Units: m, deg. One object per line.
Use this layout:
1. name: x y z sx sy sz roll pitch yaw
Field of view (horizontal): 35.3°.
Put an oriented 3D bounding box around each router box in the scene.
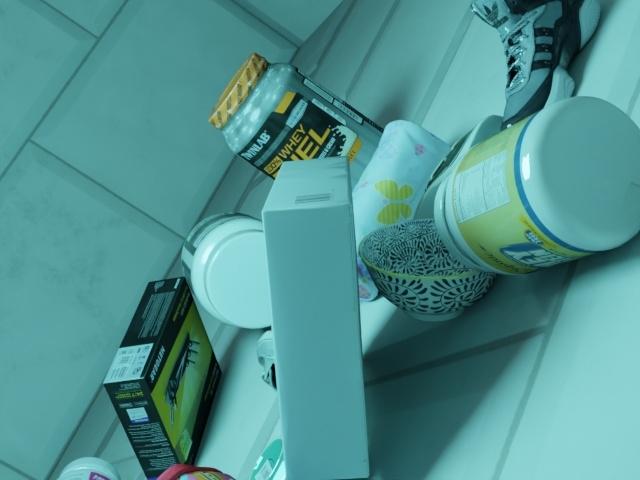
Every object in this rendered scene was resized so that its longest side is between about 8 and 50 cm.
1. router box: -0.280 0.252 1.846 0.081 0.243 0.309 -9 31 13

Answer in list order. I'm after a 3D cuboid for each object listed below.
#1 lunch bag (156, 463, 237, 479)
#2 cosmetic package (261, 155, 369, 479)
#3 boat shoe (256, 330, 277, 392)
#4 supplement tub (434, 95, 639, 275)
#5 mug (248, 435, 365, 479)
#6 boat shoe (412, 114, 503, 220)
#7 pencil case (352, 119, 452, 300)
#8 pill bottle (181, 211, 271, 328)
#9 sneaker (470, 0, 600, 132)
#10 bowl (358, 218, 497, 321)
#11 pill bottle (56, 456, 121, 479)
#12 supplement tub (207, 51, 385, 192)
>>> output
1. lunch bag: -0.189 0.410 1.182 0.293 0.120 0.258 -59 -17 -7
2. cosmetic package: 0.000 0.067 1.161 0.377 0.097 0.284 -84 -12 -79
3. boat shoe: -0.054 0.188 1.525 0.081 0.079 0.227 -57 16 -20
4. supplement tub: 0.212 -0.045 0.986 0.144 0.144 0.200 -62 14 -22
5. mug: -0.017 0.274 1.147 0.158 0.097 0.129 -45 17 42
6. boat shoe: 0.181 -0.069 1.323 0.219 0.078 0.070 -53 12 -23
7. pencil case: 0.090 -0.046 1.493 0.273 0.113 0.124 -60 9 -16
8. pill bottle: -0.151 0.055 1.912 0.204 0.204 0.361 -57 13 -2
9. sneaker: 0.254 -0.248 1.300 0.268 0.153 0.101 -63 14 -25
10. bowl: 0.129 0.041 1.149 0.170 0.170 0.080 -89 -4 -67
11. pill bottle: -0.470 0.549 1.972 0.160 0.160 0.283 -54 14 9
12. supplement tub: -0.034 -0.191 1.835 0.193 0.316 0.193 -53 14 18
